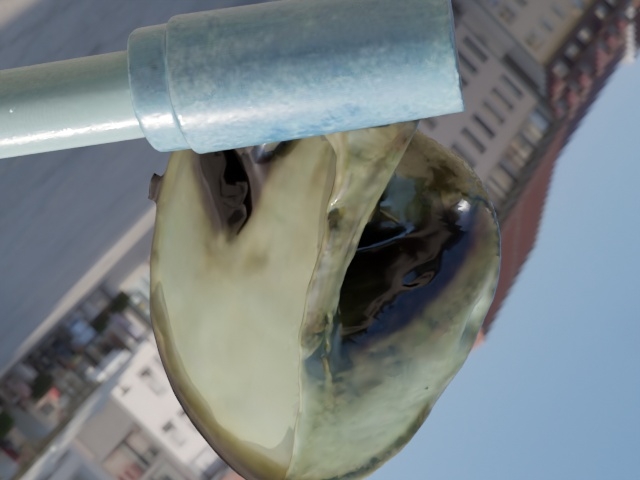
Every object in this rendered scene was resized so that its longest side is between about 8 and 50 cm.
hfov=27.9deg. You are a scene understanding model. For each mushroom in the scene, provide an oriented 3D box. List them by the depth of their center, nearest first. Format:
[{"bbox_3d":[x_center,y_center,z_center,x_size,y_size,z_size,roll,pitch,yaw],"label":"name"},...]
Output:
[{"bbox_3d":[-0.005,0.002,0.942,0.212,0.292,0.217,-15,-149,-30],"label":"mushroom"}]

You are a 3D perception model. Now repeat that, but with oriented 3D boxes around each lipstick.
[{"bbox_3d":[-0.075,-0.067,0.578,0.274,0.061,0.068,-8,170,8],"label":"lipstick"}]
